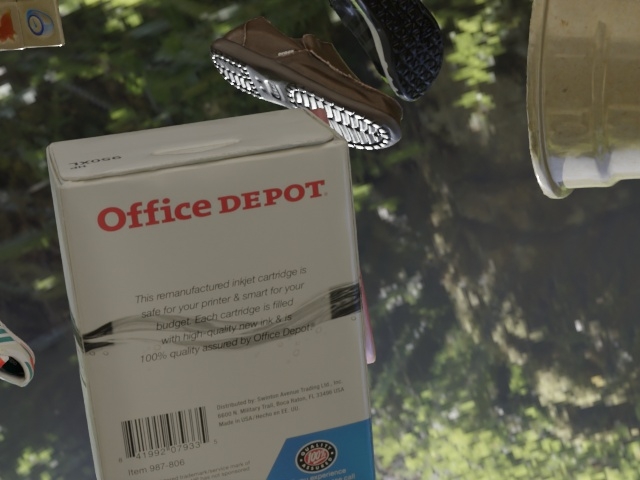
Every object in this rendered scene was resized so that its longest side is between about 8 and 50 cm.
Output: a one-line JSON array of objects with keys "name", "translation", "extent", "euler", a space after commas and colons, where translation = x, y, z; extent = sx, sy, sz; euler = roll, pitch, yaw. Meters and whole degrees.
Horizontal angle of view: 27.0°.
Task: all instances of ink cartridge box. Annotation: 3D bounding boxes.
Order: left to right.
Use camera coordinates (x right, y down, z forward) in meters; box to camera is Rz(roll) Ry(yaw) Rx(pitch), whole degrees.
[{"name": "ink cartridge box", "translation": [-0.111, 0.081, 1.384], "extent": [0.286, 0.394, 0.166], "euler": [-10, -160, -14]}]

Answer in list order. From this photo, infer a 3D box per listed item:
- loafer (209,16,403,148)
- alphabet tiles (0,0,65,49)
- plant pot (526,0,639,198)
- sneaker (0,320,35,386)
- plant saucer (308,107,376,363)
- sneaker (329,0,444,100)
[{"name": "loafer", "translation": [-0.010, -0.271, 2.139], "extent": [0.366, 0.134, 0.130], "euler": [30, -108, 23]}, {"name": "alphabet tiles", "translation": [-0.421, -0.369, 1.599], "extent": [0.343, 0.285, 0.011], "euler": [1, -162, 28]}, {"name": "plant pot", "translation": [0.395, -0.192, 1.319], "extent": [0.306, 0.333, 0.334], "euler": [7, -137, 23]}, {"name": "sneaker", "translation": [-0.452, 0.141, 1.819], "extent": [0.057, 0.161, 0.075], "euler": [-44, -154, 4]}, {"name": "plant saucer", "translation": [0.000, 0.000, 1.702], "extent": [0.084, 0.332, 0.332], "euler": [-12, -145, 1]}, {"name": "sneaker", "translation": [0.066, -0.267, 1.541], "extent": [0.084, 0.234, 0.097], "euler": [-41, -141, -15]}]
